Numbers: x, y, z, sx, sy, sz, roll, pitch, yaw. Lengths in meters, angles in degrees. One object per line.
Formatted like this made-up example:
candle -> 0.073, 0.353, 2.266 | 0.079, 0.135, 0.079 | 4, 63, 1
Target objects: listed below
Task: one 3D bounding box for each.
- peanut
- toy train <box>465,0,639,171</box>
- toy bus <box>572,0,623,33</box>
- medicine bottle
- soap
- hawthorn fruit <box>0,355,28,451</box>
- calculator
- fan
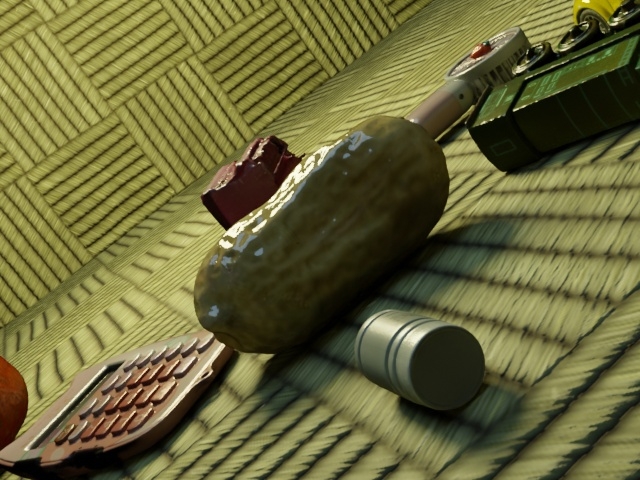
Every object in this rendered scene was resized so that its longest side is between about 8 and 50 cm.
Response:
peanut -> 0.004, 0.001, 0.862 | 0.291, 0.143, 0.159 | -43, -20, -7
toy train -> 0.265, -0.158, 0.864 | 0.226, 0.090, 0.137 | -20, 28, 48
toy bus -> 0.397, -0.325, 0.959 | 0.144, 0.152, 0.330 | -39, 14, -7
medicine bottle -> 0.066, 0.081, 0.589 | 0.058, 0.058, 0.091 | -39, 14, -15
soap -> -0.056, -0.055, 1.147 | 0.099, 0.162, 0.250 | -39, 11, 14
hawthorn fruit -> -0.508, 0.252, 1.146 | 0.210, 0.210, 0.262 | -36, 25, 1
calculator -> -0.229, 0.190, 0.981 | 0.330, 0.048, 0.220 | -21, 19, 40
fan -> 0.207, -0.219, 1.229 | 0.244, 0.074, 0.130 | -41, 15, -19
